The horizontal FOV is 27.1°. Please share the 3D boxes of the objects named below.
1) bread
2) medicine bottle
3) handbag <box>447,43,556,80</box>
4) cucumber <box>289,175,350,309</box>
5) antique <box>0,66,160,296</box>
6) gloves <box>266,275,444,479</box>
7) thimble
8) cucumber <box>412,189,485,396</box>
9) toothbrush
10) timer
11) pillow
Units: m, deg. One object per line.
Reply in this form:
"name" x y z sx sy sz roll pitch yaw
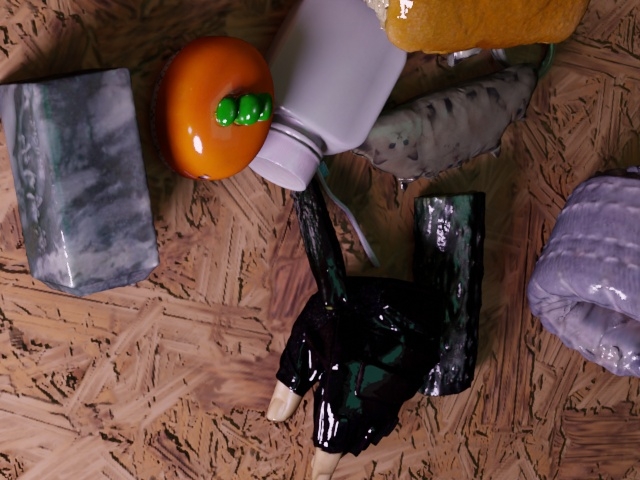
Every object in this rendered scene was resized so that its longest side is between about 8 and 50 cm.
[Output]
"bread" 0.150 -0.261 1.225 0.245 0.121 0.174 -8 114 -37
"medicine bottle" -0.001 -0.140 1.247 0.119 0.069 0.183 32 74 -19
"handbag" 0.203 -0.304 1.368 0.241 0.109 0.315 -33 116 -28
"cucumber" 0.000 -0.001 1.255 0.033 0.034 0.134 -15 67 -3
"antique" -0.200 -0.047 1.105 0.086 0.088 0.183 -15 102 -33
"gloves" 0.033 0.139 1.281 0.164 0.124 0.203 11 79 -18
"thimble" 0.350 0.039 1.437 0.236 0.205 0.172 40 70 -30
"cucumber" 0.141 0.055 1.375 0.078 0.062 0.211 -7 98 -36
"toothbrush" 0.027 -0.024 1.319 0.013 0.011 0.131 -34 114 -6
"timer" -0.086 -0.115 1.163 0.099 0.136 0.136 3 92 -41
"pillow" 0.132 -0.111 1.356 0.241 0.051 0.093 -21 110 -27
